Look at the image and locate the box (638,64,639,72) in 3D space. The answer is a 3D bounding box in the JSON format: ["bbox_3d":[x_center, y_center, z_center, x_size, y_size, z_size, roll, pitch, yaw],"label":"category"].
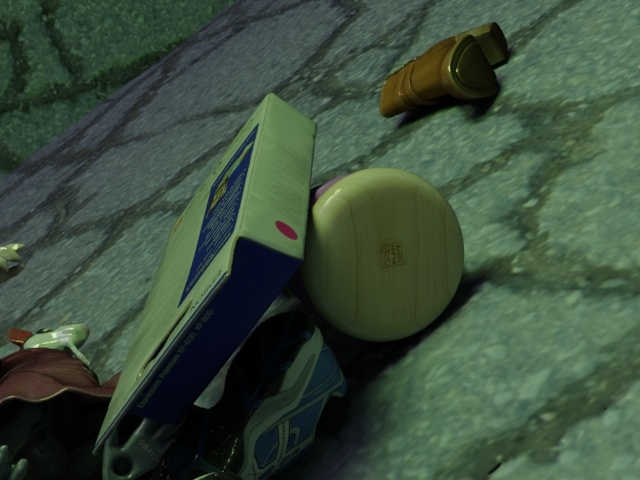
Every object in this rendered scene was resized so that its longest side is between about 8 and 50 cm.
[{"bbox_3d":[0.371,-0.129,0.867,0.063,0.067,0.324,-43,22,-19],"label":"box"}]

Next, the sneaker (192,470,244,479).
[{"bbox_3d":[-0.140,0.261,0.754,0.124,0.107,0.283,-23,22,47],"label":"sneaker"}]

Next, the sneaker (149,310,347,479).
[{"bbox_3d":[-0.053,0.157,0.885,0.211,0.081,0.080,-52,36,-14],"label":"sneaker"}]

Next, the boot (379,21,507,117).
[{"bbox_3d":[0.130,-0.181,1.379,0.152,0.073,0.197,-23,11,28],"label":"boot"}]

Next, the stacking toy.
[{"bbox_3d":[0.000,0.000,1.091,0.141,0.141,0.330,-40,16,-13],"label":"stacking toy"}]

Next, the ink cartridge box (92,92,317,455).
[{"bbox_3d":[-0.080,0.019,0.952,0.176,0.069,0.371,-52,11,22],"label":"ink cartridge box"}]

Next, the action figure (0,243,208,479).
[{"bbox_3d":[-0.234,0.167,1.077,0.276,0.248,0.370,-67,23,-2],"label":"action figure"}]
